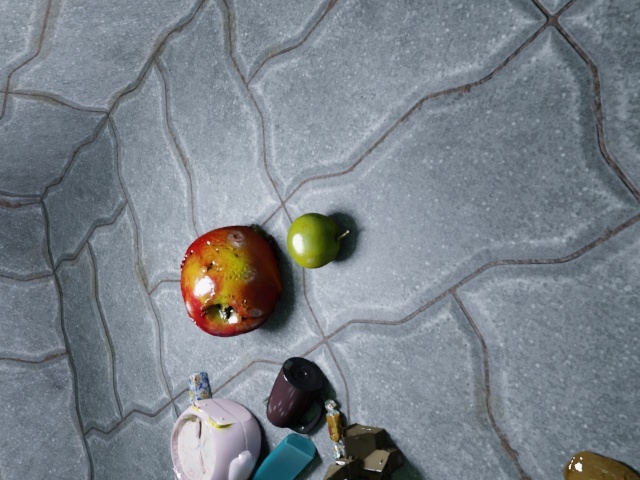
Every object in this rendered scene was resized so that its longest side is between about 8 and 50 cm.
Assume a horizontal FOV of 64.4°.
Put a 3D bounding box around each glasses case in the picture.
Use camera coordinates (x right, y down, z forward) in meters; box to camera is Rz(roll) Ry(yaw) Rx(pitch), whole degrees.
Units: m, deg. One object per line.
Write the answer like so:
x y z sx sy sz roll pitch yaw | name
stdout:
-0.141 0.786 1.768 0.117 0.070 0.301 33 119 -7 | glasses case
-0.489 0.663 2.079 0.065 0.086 0.248 -13 81 28 | glasses case

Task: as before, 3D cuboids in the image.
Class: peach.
-0.320 0.124 1.821 0.339 0.353 0.417 -40 24 27 | peach

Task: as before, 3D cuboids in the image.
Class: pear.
0.000 0.000 1.610 0.215 0.166 0.180 -3 75 20 | pear

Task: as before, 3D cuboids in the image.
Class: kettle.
-0.080 0.533 1.706 0.201 0.144 0.232 29 119 5 | kettle

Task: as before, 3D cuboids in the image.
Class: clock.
-0.389 0.795 1.888 0.368 0.250 0.377 21 98 38 | clock

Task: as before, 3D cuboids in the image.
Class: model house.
0.103 0.650 1.453 0.176 0.248 0.181 -11 85 40 | model house

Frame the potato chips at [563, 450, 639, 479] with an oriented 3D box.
0.636 0.560 1.118 0.201 0.049 0.150 36 108 42 | potato chips

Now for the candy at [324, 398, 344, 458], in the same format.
0.051 0.603 1.634 0.053 0.046 0.182 -22 71 43 | candy
